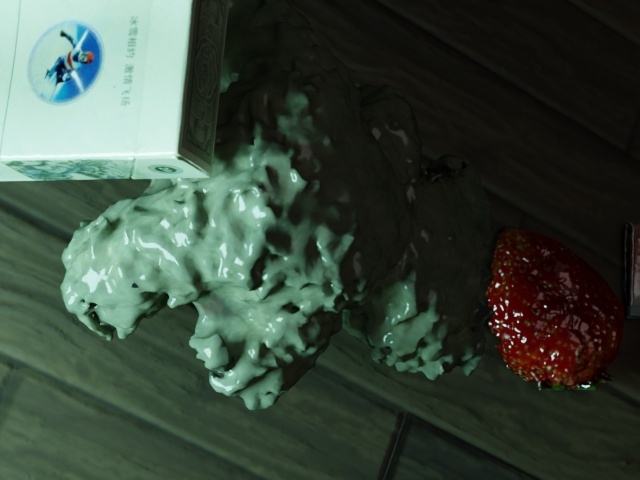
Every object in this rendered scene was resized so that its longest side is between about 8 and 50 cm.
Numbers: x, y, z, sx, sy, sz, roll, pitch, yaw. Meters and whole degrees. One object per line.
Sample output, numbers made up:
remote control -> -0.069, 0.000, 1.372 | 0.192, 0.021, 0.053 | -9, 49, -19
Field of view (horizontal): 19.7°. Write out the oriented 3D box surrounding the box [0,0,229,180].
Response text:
box -> -0.209, -0.136, 1.521 | 0.069, 0.257, 0.164 | 33, 60, -65

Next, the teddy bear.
teddy bear -> 0.000, 0.000, 1.635 | 0.367, 0.224, 0.357 | 42, 61, -33

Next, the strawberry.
strawberry -> 0.239, 0.063, 1.833 | 0.146, 0.082, 0.187 | -30, 91, -36

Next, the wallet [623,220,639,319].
wallet -> 0.402, 0.039, 1.953 | 0.197, 0.020, 0.103 | 5, 79, -28
